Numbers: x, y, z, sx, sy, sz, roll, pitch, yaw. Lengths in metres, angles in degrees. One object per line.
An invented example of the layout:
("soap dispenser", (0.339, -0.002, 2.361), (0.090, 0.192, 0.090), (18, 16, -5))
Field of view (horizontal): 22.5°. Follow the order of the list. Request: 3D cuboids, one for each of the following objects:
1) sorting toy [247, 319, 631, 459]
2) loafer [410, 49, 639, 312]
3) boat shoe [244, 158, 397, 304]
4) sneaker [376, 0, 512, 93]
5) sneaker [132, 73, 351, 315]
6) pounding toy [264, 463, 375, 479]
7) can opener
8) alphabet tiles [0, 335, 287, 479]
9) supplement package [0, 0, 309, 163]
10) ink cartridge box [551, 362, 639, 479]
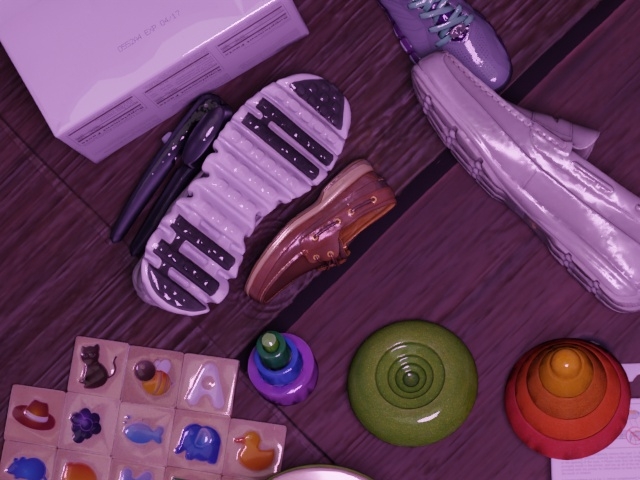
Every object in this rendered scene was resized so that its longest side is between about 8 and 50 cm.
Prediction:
("sorting toy", (0.105, 0.119, 1.499), (0.366, 0.126, 0.127), (4, 69, 11))
("loafer", (0.218, -0.071, 1.536), (0.111, 0.112, 0.319), (-44, 85, -5))
("boat shoe", (0.000, 0.000, 1.575), (0.178, 0.064, 0.060), (-45, 76, -3))
("sneaker", (0.099, -0.231, 1.579), (0.083, 0.098, 0.223), (-43, 77, 0))
("sneaker", (-0.084, -0.049, 1.577), (0.110, 0.118, 0.292), (44, 70, -10))
("pounding toy", (0.016, 0.313, 1.513), (0.183, 0.110, 0.237), (-34, 93, 3))
("can opener", (-0.151, -0.068, 1.615), (0.059, 0.073, 0.186), (42, 101, 17))
("alphabet tiles", (-0.188, 0.274, 1.589), (0.285, 0.011, 0.342), (7, 82, 10))
("supplement package", (-0.180, -0.238, 1.599), (0.262, 0.145, 0.204), (-31, 78, 2))
("ink cartridge box", (0.312, 0.233, 1.509), (0.189, 0.066, 0.232), (-3, 60, 8))
